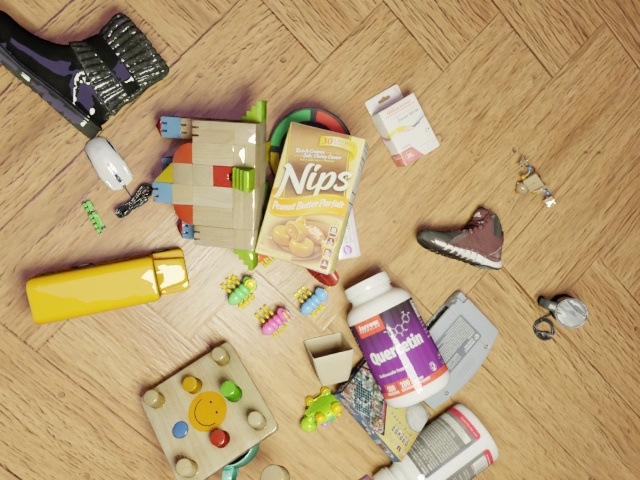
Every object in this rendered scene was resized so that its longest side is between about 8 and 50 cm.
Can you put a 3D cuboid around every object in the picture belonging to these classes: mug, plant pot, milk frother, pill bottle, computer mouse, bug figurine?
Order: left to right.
[{"bbox_3d":[-0.488,-0.157,1.261,0.106,0.042,0.193,-36,102,-9],"label":"computer mouse"},{"bbox_3d":[-0.224,0.511,1.329,0.129,0.097,0.158,29,70,19],"label":"mug"},{"bbox_3d":[-0.113,0.125,1.361,0.216,0.072,0.279,-46,103,-7],"label":"bug figurine"},{"bbox_3d":[0.025,0.317,1.398,0.109,0.109,0.096,-12,107,-13],"label":"plant pot"},{"bbox_3d":[0.185,0.249,1.369,0.181,0.181,0.323,-25,82,-12],"label":"pill bottle"},{"bbox_3d":[0.307,0.605,1.448,0.318,0.176,0.176,-32,101,-11],"label":"pill bottle"},{"bbox_3d":[0.690,0.231,1.543,0.129,0.134,0.143,2,91,16],"label":"milk frother"}]

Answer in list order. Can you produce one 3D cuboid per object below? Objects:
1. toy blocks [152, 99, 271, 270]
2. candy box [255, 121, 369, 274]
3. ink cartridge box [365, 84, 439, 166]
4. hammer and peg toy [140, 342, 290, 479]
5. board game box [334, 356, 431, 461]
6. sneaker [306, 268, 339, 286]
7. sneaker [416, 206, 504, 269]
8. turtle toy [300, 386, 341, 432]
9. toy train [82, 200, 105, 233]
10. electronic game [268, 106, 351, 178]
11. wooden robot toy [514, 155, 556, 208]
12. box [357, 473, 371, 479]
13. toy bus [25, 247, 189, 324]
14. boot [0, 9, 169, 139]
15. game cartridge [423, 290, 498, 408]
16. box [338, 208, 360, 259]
[{"bbox_3d":[-0.266,-0.136,1.243,0.260,0.191,0.382,5,106,8],"label":"toy blocks"},{"bbox_3d":[-0.018,-0.097,1.243,0.182,0.087,0.317,16,91,10],"label":"candy box"},{"bbox_3d":[0.216,-0.310,1.419,0.115,0.067,0.198,-32,101,-10],"label":"ink cartridge box"},{"bbox_3d":[-0.242,0.449,1.234,0.266,0.127,0.361,-31,63,-10],"label":"hammer and peg toy"},{"bbox_3d":[0.168,0.439,1.421,0.243,0.042,0.165,50,55,-4],"label":"board game box"},{"bbox_3d":[0.000,0.000,1.349,0.128,0.087,0.221,-39,93,-31],"label":"sneaker"},{"bbox_3d":[0.397,-0.027,1.478,0.281,0.106,0.163,19,84,-25],"label":"sneaker"},{"bbox_3d":[0.001,0.456,1.411,0.130,0.095,0.066,-31,121,-9],"label":"turtle toy"},{"bbox_3d":[-0.539,-0.056,1.268,0.023,0.017,0.083,-29,100,-22],"label":"toy train"},{"bbox_3d":[-0.026,-0.214,1.323,0.229,0.048,0.229,4,101,20],"label":"electronic game"},{"bbox_3d":[0.604,-0.159,1.544,0.079,0.076,0.173,-35,104,26],"label":"wooden robot toy"},{"bbox_3d":[0.058,0.812,1.458,0.293,0.057,0.201,-30,100,-11],"label":"box"},{"bbox_3d":[-0.479,0.100,1.234,0.332,0.130,0.108,-11,96,-13],"label":"toy bus"},{"bbox_3d":[-0.541,-0.429,1.180,0.260,0.131,0.348,-45,114,-1],"label":"boot"},{"bbox_3d":[0.358,0.316,1.507,0.297,0.062,0.198,-47,107,-7],"label":"game cartridge"},{"bbox_3d":[0.040,-0.113,1.389,0.063,0.067,0.324,-12,96,-13],"label":"box"}]
